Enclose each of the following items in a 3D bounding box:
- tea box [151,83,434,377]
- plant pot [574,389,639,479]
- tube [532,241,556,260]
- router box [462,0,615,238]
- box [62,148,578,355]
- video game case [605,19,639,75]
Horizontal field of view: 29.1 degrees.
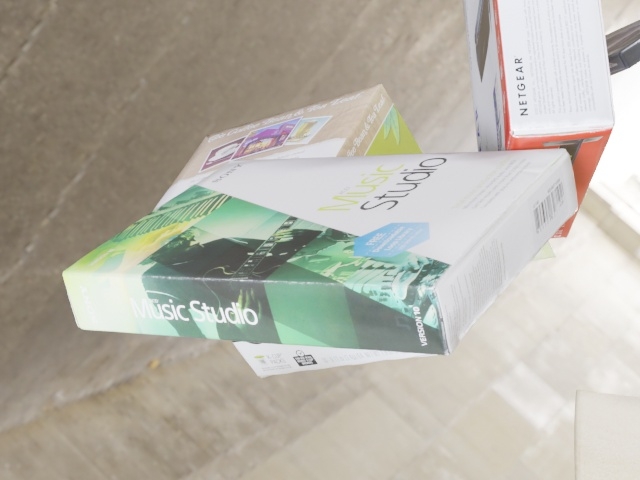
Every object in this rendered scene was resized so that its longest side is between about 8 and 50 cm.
[{"bbox_3d":[-0.006,-0.003,1.746,0.329,0.323,0.220,-13,-148,37],"label":"tea box"},{"bbox_3d":[0.188,0.136,0.603,0.109,0.109,0.096,24,76,-40],"label":"plant pot"},{"bbox_3d":[0.074,-0.001,1.057,0.070,0.240,0.062,-39,123,-66],"label":"tube"},{"bbox_3d":[0.183,-0.196,1.113,0.082,0.335,0.301,-4,163,3],"label":"router box"},{"bbox_3d":[0.000,0.000,0.926,0.232,0.322,0.058,-40,121,-49],"label":"box"},{"bbox_3d":[0.341,-0.223,1.488,0.196,0.026,0.274,-33,-172,-26],"label":"video game case"}]
